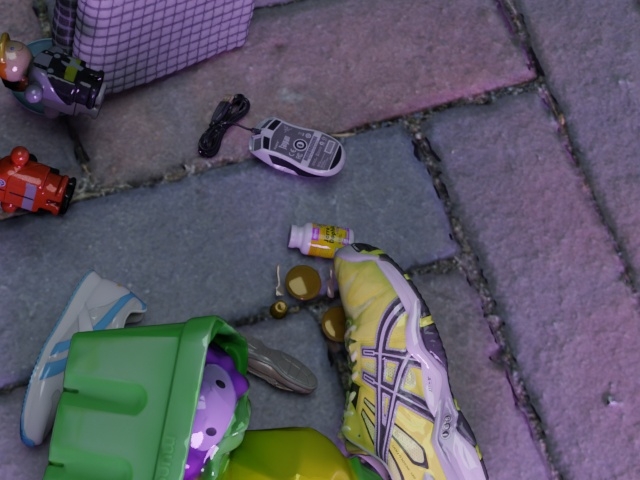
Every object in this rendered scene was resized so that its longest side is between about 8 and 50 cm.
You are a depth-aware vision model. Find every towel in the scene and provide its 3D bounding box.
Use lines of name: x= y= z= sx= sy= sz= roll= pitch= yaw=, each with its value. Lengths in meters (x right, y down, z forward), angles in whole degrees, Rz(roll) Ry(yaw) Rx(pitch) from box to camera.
towel: x=-0.213 y=-0.335 z=1.755 sx=0.284 sy=0.235 sz=0.121 roll=-27 pitch=64 yaw=-30

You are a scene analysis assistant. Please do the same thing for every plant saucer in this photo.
plant saucer: x=-0.359 y=-0.215 z=1.798 sx=0.119 sy=0.021 sz=0.119 roll=5 pitch=65 yaw=-10

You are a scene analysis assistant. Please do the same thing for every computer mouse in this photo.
computer mouse: x=-0.061 y=-0.127 z=1.815 sx=0.193 sy=0.042 sz=0.106 roll=22 pitch=59 yaw=4

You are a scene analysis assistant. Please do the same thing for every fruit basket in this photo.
fruit basket: x=-0.105 y=0.280 z=1.492 sx=0.392 sy=0.283 sz=0.392 roll=-1 pitch=78 yaw=7

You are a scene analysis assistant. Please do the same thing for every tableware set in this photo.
tableware set: x=0.011 y=0.084 z=1.748 sx=0.154 sy=0.024 sz=0.104 roll=3 pitch=69 yaw=-12

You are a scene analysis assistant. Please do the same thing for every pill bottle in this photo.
pill bottle: x=0.000 y=0.000 z=1.768 sx=0.083 sy=0.043 sz=0.043 roll=8 pitch=65 yaw=-8

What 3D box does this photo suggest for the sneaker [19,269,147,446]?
sneaker: x=-0.290 y=0.148 z=1.619 sx=0.092 sy=0.087 sz=0.228 roll=26 pitch=66 yaw=-4

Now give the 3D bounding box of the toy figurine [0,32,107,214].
toy figurine: x=-0.360 y=-0.139 z=1.648 sx=0.148 sy=0.213 sz=0.209 roll=18 pitch=91 yaw=-7

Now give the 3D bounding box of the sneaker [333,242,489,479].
sneaker: x=0.082 y=0.183 z=1.645 sx=0.147 sy=0.145 sz=0.384 roll=-18 pitch=73 yaw=-8

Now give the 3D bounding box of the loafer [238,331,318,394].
loafer: x=-0.064 y=0.160 z=1.693 sx=0.125 sy=0.039 sz=0.045 roll=31 pitch=31 yaw=-1
